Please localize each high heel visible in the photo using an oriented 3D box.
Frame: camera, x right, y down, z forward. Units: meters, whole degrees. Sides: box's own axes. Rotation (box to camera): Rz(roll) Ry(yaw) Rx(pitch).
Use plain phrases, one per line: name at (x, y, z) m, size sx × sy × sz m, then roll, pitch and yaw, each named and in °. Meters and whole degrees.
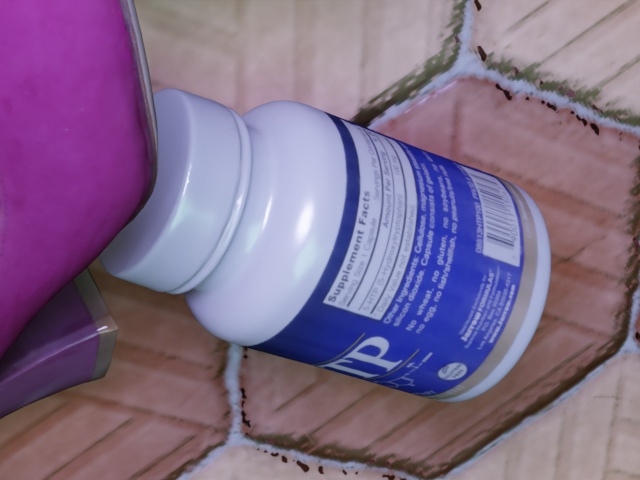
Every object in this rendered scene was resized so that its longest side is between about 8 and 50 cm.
high heel at (-0.163, -0.012, 0.591) m, size 0.181 × 0.127 × 0.377 m, roll -21°, pitch 148°, yaw -20°

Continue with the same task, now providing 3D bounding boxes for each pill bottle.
pill bottle at (0.000, 0.000, 0.739) m, size 0.186 × 0.112 × 0.112 m, roll 18°, pitch 111°, yaw -30°
